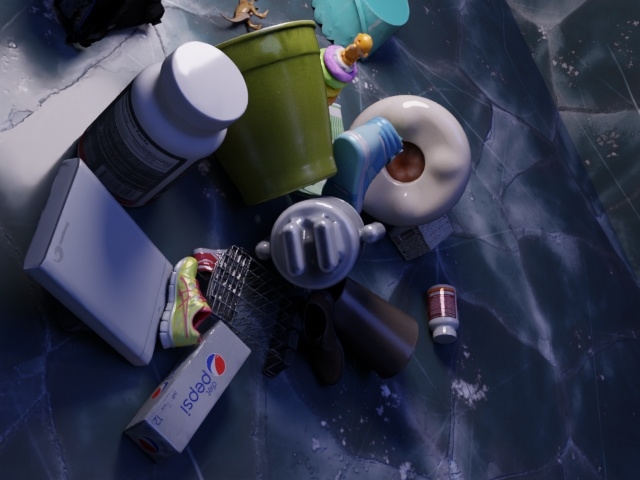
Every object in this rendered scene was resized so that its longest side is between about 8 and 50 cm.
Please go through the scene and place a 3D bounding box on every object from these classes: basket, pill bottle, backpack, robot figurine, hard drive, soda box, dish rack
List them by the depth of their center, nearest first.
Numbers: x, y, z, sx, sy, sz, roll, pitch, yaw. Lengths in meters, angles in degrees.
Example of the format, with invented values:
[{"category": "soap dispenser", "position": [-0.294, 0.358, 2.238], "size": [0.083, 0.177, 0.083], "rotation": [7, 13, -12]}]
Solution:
[{"category": "hard drive", "position": [-0.394, 0.049, 1.444], "size": [0.353, 0.047, 0.233], "rotation": [60, 30, -49]}, {"category": "soda box", "position": [-0.256, 0.293, 1.533], "size": [0.098, 0.091, 0.286], "rotation": [47, 43, -12]}, {"category": "pill bottle", "position": [-0.318, -0.228, 1.566], "size": [0.210, 0.363, 0.210], "rotation": [23, 53, -34]}, {"category": "dish rack", "position": [-0.147, 0.149, 1.720], "size": [0.271, 0.074, 0.208], "rotation": [40, 43, -29]}, {"category": "backpack", "position": [-0.445, -0.594, 1.728], "size": [0.213, 0.263, 0.276], "rotation": [55, 42, -5]}, {"category": "robot figurine", "position": [0.000, 0.000, 1.803], "size": [0.353, 0.299, 0.200], "rotation": [-38, 123, -80]}, {"category": "basket", "position": [0.106, 0.198, 1.904], "size": [0.227, 0.154, 0.204], "rotation": [38, 27, -16]}, {"category": "pill bottle", "position": [0.343, 0.206, 2.175], "size": [0.086, 0.086, 0.152], "rotation": [25, 52, -33]}, {"category": "basket", "position": [0.294, -0.026, 2.241], "size": [0.167, 0.113, 0.103], "rotation": [-34, 95, -48]}]

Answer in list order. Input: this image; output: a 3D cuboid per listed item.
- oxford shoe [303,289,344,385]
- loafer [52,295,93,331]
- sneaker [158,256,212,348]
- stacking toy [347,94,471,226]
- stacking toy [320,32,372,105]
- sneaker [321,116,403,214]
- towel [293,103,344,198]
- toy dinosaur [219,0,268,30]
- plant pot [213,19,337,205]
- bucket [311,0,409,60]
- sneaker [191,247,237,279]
[{"category": "oxford shoe", "position": [-0.003, 0.234, 1.787], "size": [0.096, 0.082, 0.227], "rotation": [-39, 118, -69]}, {"category": "loafer", "position": [-0.458, 0.029, 1.497], "size": [0.095, 0.109, 0.303], "rotation": [20, 59, -59]}, {"category": "sneaker", "position": [-0.266, 0.129, 1.598], "size": [0.094, 0.081, 0.209], "rotation": [2, 60, 5]}, {"category": "stacking toy", "position": [0.283, -0.251, 2.244], "size": [0.351, 0.350, 0.480], "rotation": [58, 22, -2]}, {"category": "stacking toy", "position": [0.027, -0.445, 2.016], "size": [0.165, 0.302, 0.175], "rotation": [5, 65, -44]}, {"category": "sneaker", "position": [0.118, -0.179, 1.995], "size": [0.127, 0.319, 0.208], "rotation": [41, 56, 20]}, {"category": "towel", "position": [-0.007, -0.257, 2.135], "size": [0.247, 0.038, 0.325], "rotation": [10, 61, -42]}, {"category": "toy dinosaur", "position": [-0.211, -0.621, 2.140], "size": [0.112, 0.064, 0.211], "rotation": [25, 40, -10]}, {"category": "plant pot", "position": [-0.123, -0.281, 1.834], "size": [0.366, 0.366, 0.353], "rotation": [-27, 98, -49]}, {"category": "bucket", "position": [0.129, -0.725, 2.426], "size": [0.281, 0.183, 0.281], "rotation": [23, 53, -34]}, {"category": "sneaker", "position": [-0.229, 0.055, 1.734], "size": [0.118, 0.042, 0.067], "rotation": [4, 60, -35]}]
